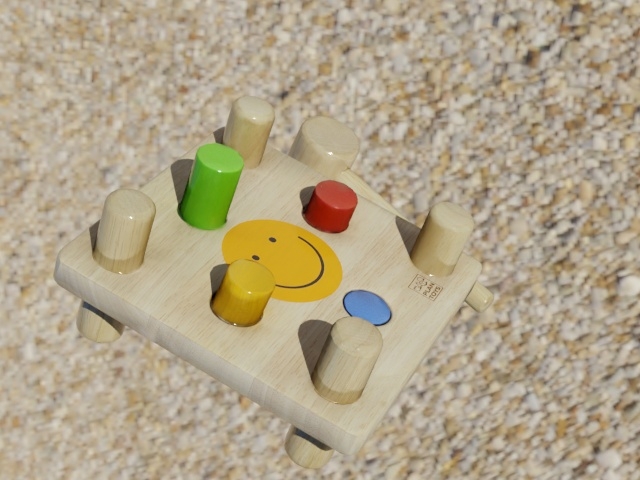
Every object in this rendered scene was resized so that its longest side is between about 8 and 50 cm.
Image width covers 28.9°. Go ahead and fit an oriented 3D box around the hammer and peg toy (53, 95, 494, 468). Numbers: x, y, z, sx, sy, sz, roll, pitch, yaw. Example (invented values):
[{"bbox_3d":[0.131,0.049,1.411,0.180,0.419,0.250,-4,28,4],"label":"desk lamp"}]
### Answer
[{"bbox_3d":[0.000,0.000,0.978,0.266,0.361,0.127,30,127,12],"label":"hammer and peg toy"}]
